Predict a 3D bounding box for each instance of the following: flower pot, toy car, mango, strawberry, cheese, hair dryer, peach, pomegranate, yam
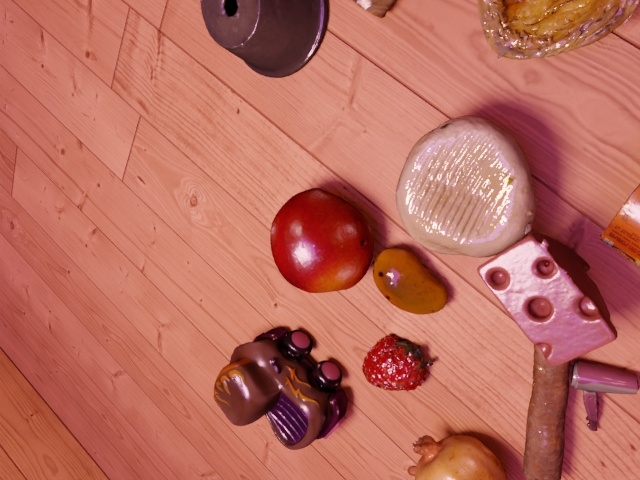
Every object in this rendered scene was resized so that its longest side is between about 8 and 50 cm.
[{"bbox_3d":[-0.136,-0.478,0.940,0.269,0.166,0.268,12,114,27],"label":"flower pot"},{"bbox_3d":[-0.114,0.410,1.196,0.341,0.240,0.271,41,125,16],"label":"toy car"},{"bbox_3d":[0.190,0.095,0.991,0.178,0.090,0.115,46,117,0],"label":"mango"},{"bbox_3d":[0.171,0.303,1.078,0.192,0.085,0.140,7,113,32],"label":"strawberry"},{"bbox_3d":[0.407,0.079,0.792,0.128,0.177,0.202,-45,75,35],"label":"cheese"},{"bbox_3d":[0.542,0.309,0.880,0.106,0.054,0.154,8,121,25],"label":"hair dryer"},{"bbox_3d":[0.000,0.000,1.005,0.244,0.199,0.243,5,102,23],"label":"peach"},{"bbox_3d":[0.315,0.543,1.014,0.207,0.207,0.207,11,113,28],"label":"pomegranate"},{"bbox_3d":[0.459,0.340,0.912,0.081,0.081,0.356,6,112,30],"label":"yam"}]

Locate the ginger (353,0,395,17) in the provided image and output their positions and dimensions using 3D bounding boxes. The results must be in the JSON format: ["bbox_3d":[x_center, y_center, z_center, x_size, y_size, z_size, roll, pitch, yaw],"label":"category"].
[{"bbox_3d":[0.140,-0.524,0.789,0.263,0.117,0.109,-48,39,39],"label":"ginger"}]

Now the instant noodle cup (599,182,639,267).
[{"bbox_3d":[0.546,-0.024,0.655,0.182,0.230,0.230,37,123,27],"label":"instant noodle cup"}]

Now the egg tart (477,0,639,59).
[{"bbox_3d":[0.370,-0.393,0.700,0.231,0.098,0.252,52,122,14],"label":"egg tart"}]

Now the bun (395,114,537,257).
[{"bbox_3d":[0.266,-0.087,0.833,0.259,0.160,0.259,5,104,22],"label":"bun"}]
